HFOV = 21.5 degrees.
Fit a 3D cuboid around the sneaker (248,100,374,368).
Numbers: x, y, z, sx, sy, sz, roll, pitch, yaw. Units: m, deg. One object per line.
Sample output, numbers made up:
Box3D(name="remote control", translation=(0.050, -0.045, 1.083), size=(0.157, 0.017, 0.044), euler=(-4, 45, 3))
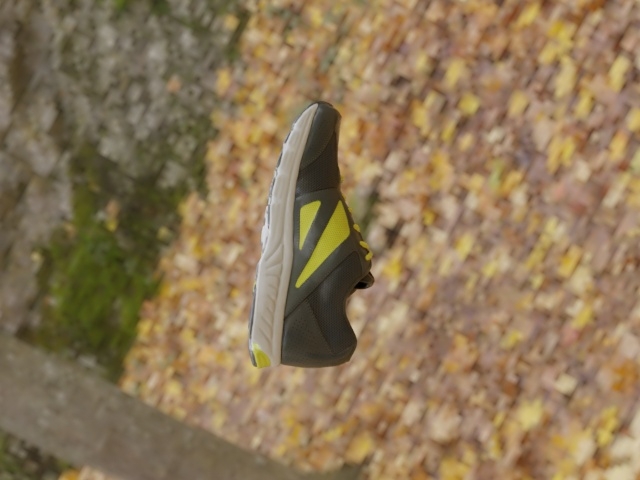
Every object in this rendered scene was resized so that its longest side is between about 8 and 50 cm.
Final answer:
Box3D(name="sneaker", translation=(0.000, 0.000, 0.501), size=(0.031, 0.035, 0.083), euler=(116, 164, -76))
